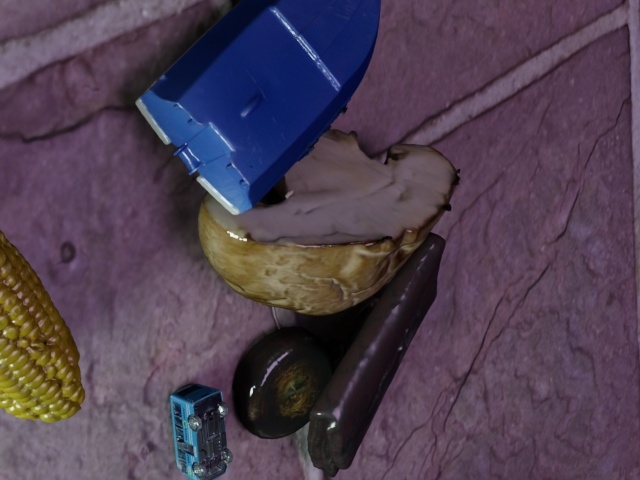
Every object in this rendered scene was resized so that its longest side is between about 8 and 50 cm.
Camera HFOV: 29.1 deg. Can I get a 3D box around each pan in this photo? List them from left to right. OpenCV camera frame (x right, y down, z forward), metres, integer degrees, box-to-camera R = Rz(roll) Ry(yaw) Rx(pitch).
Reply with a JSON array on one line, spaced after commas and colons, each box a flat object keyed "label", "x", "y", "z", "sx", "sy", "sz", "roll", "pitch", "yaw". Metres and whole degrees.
[{"label": "pan", "x": 0.000, "y": 0.117, "z": 1.216, "sx": 0.212, "sy": 0.040, "sz": 0.115, "roll": -35, "pitch": 132, "yaw": -36}]

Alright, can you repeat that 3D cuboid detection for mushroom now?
[{"label": "mushroom", "x": 0.000, "y": 0.000, "z": 1.123, "sx": 0.285, "sy": 0.156, "sz": 0.151, "roll": -16, "pitch": 140, "yaw": -40}]

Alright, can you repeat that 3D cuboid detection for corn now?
[{"label": "corn", "x": -0.246, "y": 0.038, "z": 0.865, "sx": 0.097, "sy": 0.097, "sz": 0.262, "roll": -53, "pitch": 137, "yaw": -23}]

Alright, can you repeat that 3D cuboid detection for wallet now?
[{"label": "wallet", "x": 0.058, "y": 0.113, "z": 1.218, "sx": 0.229, "sy": 0.049, "sz": 0.182, "roll": -59, "pitch": 167, "yaw": -22}]

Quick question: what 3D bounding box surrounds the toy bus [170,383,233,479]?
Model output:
[{"label": "toy bus", "x": -0.109, "y": 0.173, "z": 1.106, "sx": 0.038, "sy": 0.046, "sz": 0.083, "roll": -22, "pitch": 116, "yaw": -44}]

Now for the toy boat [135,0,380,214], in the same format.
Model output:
[{"label": "toy boat", "x": -0.028, "y": -0.154, "z": 1.051, "sx": 0.129, "sy": 0.088, "sz": 0.295, "roll": 49, "pitch": 53, "yaw": -14}]
